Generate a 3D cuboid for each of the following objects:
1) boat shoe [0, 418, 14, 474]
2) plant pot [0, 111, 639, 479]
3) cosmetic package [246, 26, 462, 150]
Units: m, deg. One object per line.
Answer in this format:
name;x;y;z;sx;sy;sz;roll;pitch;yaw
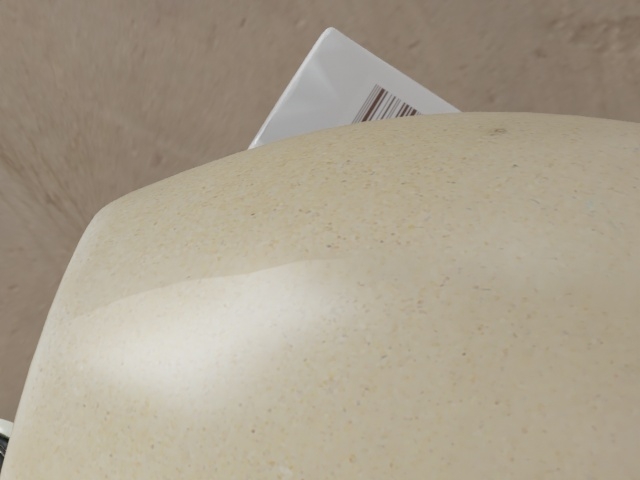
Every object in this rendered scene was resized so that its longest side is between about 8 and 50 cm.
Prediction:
boat shoe;-0.467;0.263;1.672;0.340;0.113;0.127;4;127;28
plant pot;0.000;0.077;0.501;0.191;0.284;0.284;15;87;-2
cosmetic package;0.000;0.000;1.521;0.230;0.453;0.161;33;63;-3
